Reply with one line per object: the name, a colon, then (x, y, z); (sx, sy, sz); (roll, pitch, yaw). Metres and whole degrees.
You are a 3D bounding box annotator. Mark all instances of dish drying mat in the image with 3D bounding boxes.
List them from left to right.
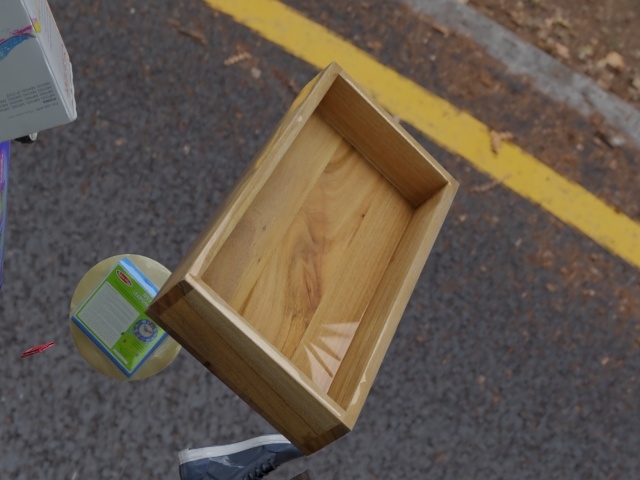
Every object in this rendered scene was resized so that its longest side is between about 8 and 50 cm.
dish drying mat: (-0.461, 0.177, 1.908); (0.032, 0.083, 0.008); (-29, 96, -36)

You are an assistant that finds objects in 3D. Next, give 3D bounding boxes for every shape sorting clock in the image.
shape sorting clock: (-0.313, 0.126, 1.920); (0.206, 0.206, 0.040); (41, 11, 11)

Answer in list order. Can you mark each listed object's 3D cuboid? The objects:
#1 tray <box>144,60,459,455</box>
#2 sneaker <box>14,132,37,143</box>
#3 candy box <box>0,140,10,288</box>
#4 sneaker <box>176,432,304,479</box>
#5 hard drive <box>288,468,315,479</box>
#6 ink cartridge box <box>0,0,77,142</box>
tray: (0.000, 0.000, 1.183); (0.203, 0.076, 0.411); (43, 40, -12)
sneaker: (-0.408, -0.212, 1.573); (0.075, 0.057, 0.161); (-38, 110, -38)
candy box: (-0.398, 0.021, 1.180); (0.122, 0.268, 0.317); (7, 30, -9)
sneaker: (-0.119, 0.412, 1.933); (0.226, 0.086, 0.163); (-13, 62, 6)
hard drive: (0.006, 0.351, 1.071); (0.054, 0.172, 0.255); (-14, 91, -4)
ink cartridge box: (-0.266, -0.187, 0.964); (0.072, 0.175, 0.127); (-18, 36, -3)
